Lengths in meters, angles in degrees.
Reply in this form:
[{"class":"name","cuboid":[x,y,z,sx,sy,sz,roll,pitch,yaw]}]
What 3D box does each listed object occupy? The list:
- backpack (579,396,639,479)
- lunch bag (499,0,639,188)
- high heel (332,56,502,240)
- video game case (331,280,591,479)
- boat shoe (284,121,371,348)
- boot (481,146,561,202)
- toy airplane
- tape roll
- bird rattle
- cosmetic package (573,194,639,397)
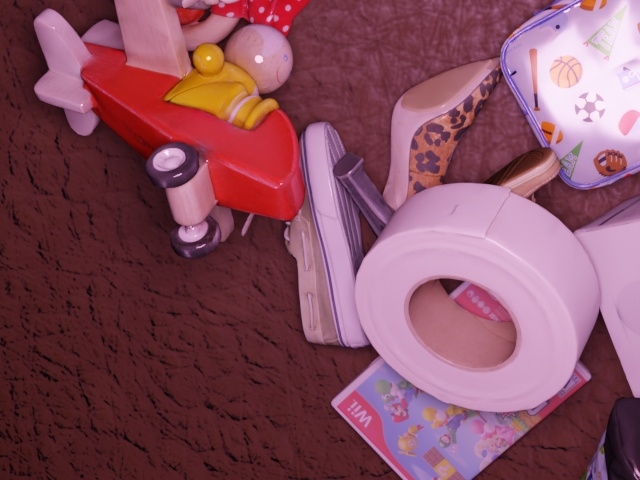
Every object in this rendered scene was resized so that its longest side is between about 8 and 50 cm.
[{"class":"backpack","cuboid":[0.423,0.375,1.775,0.290,0.273,0.355,13,148,-9]},{"class":"lunch bag","cuboid":[0.379,-0.217,1.748,0.303,0.115,0.243,-28,90,15]},{"class":"high heel","cuboid":[0.156,-0.102,1.856,0.261,0.093,0.186,-39,126,-3]},{"class":"video game case","cuboid":[0.182,0.194,1.922,0.204,0.025,0.285,46,107,-1]},{"class":"boat shoe","cuboid":[0.000,0.000,1.876,0.094,0.109,0.302,-6,103,17]},{"class":"boot","cuboid":[0.255,-0.007,1.786,0.165,0.077,0.213,47,135,-3]},{"class":"toy airplane","cuboid":[-0.163,-0.179,1.764,0.272,0.386,0.384,-35,95,-19]},{"class":"tape roll","cuboid":[0.187,0.071,1.764,0.286,0.100,0.286,17,133,19]},{"class":"bird rattle","cuboid":[-0.151,-0.332,1.849,0.253,0.143,0.207,42,119,-13]},{"class":"cosmetic package","cuboid":[0.456,0.053,1.727,0.224,0.138,0.224,-12,103,52]}]
